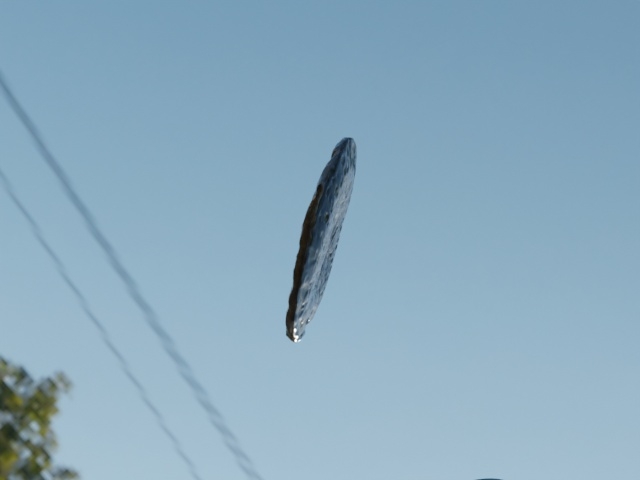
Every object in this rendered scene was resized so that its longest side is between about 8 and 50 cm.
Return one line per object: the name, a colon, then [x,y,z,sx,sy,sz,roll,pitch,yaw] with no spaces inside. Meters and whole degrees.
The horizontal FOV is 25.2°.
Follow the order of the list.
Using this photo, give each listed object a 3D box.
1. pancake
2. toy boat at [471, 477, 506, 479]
pancake: [0.002,0.000,1.318,0.021,0.199,0.199,16,-37,7]
toy boat: [0.076,0.174,0.361,0.085,0.078,0.260,37,-25,58]
